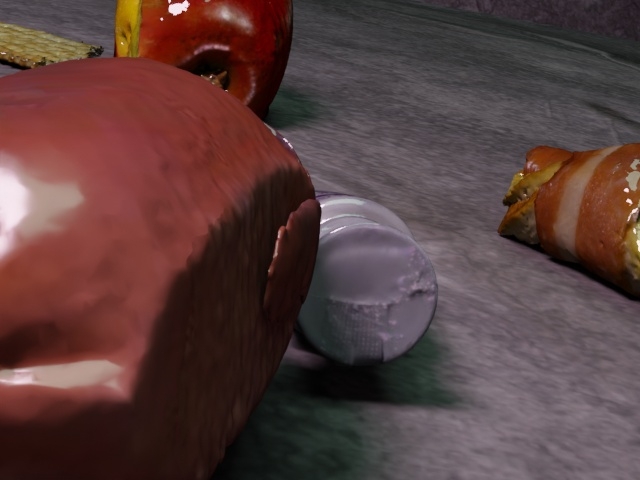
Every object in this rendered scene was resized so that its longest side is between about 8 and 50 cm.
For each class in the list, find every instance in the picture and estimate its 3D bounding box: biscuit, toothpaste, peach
[{"bbox_3d":[-0.303,-0.196,1.245,0.203,0.016,0.144,19,18,28],"label":"biscuit"},{"bbox_3d":[0.000,0.000,0.695,0.114,0.073,0.299,8,8,-9],"label":"toothpaste"},{"bbox_3d":[-0.106,-0.199,1.159,0.154,0.158,0.267,13,13,-15],"label":"peach"}]

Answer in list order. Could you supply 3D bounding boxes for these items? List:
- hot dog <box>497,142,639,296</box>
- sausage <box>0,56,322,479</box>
[{"bbox_3d":[0.213,-0.020,0.835,0.123,0.093,0.261,-2,20,-38],"label":"hot dog"},{"bbox_3d":[-0.081,0.013,0.437,0.152,0.152,0.279,13,16,7],"label":"sausage"}]
